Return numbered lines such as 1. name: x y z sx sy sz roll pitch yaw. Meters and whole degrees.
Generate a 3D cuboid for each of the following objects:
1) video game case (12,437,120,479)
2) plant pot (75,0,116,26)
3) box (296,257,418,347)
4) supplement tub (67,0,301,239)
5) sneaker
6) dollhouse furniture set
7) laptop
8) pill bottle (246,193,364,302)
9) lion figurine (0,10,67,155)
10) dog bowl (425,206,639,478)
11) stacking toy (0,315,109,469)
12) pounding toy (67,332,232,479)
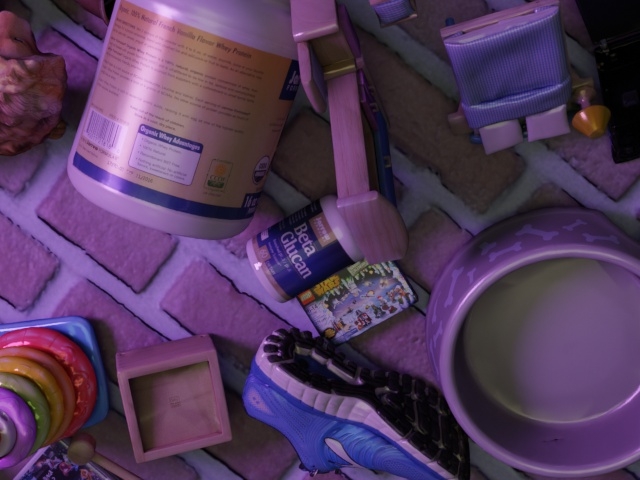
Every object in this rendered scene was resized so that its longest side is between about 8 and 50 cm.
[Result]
1. video game case: -0.365 0.388 1.297 0.173 0.022 0.190 42 103 -5
2. plant pot: -0.282 -0.354 1.067 0.165 0.167 0.167 24 103 7
3. box: 0.046 0.071 1.190 0.137 0.027 0.094 -31 97 11
4. supplement tub: -0.142 -0.183 1.049 0.228 0.228 0.316 21 103 0
5. sneaker: 0.047 0.242 1.193 0.330 0.130 0.147 29 123 -6
6. dollhouse furniture set: 0.159 -0.142 0.974 0.303 0.286 0.198 -13 59 12
7. laptop: 0.429 -0.263 1.095 0.234 0.136 0.264 -18 126 9
8. pill bottle: 0.000 0.000 1.145 0.169 0.094 0.094 -30 98 10
9. lion figurine: -0.458 -0.132 1.081 0.392 0.240 0.142 -23 99 10
10. dog bowl: 0.302 0.137 1.131 0.349 0.102 0.348 2 106 7
11. stacking toy: -0.387 0.214 1.117 0.175 0.302 0.165 -7 101 6
12. pounding toy: -0.227 0.236 1.196 0.206 0.094 0.181 -12 103 -11
